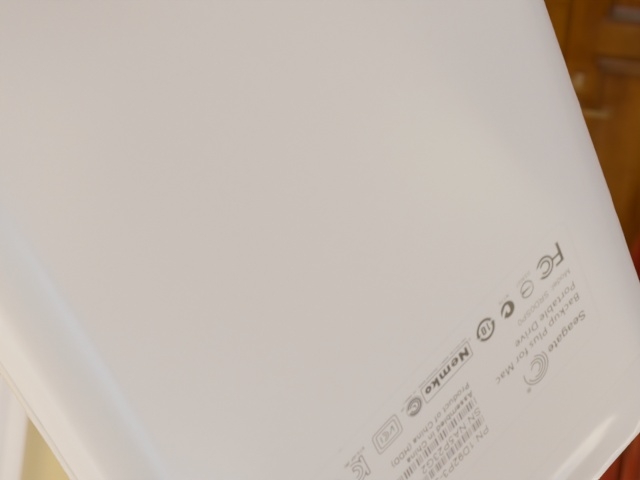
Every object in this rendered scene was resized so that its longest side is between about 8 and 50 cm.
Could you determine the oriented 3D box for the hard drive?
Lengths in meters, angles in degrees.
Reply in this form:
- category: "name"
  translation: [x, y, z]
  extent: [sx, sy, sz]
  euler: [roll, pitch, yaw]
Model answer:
- category: "hard drive"
  translation: [0.000, 0.000, 0.560]
  extent: [0.040, 0.203, 0.307]
  euler: [20, 146, 45]
